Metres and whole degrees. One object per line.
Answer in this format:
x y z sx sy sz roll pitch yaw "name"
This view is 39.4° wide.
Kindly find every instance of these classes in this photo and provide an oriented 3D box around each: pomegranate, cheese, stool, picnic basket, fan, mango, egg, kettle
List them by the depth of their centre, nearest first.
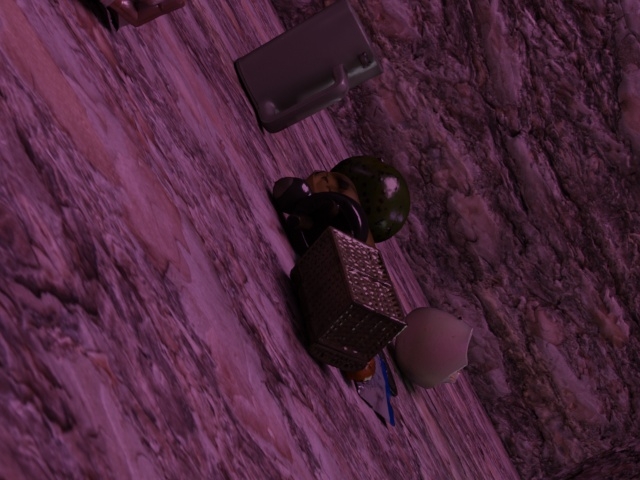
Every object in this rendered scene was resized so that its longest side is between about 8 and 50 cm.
0.037 0.108 1.576 0.134 0.154 0.196 25 32 -33 "picnic basket"
0.069 0.222 1.723 0.077 0.063 0.127 46 17 -36 "mango"
-0.010 -0.030 1.798 0.228 0.153 0.139 22 7 11 "stool"
0.043 -0.038 2.031 0.259 0.128 0.316 63 11 -47 "cheese"
0.127 0.270 2.075 0.223 0.012 0.294 64 9 -3 "fan"
-0.018 -0.406 2.169 0.265 0.318 0.205 68 10 18 "kettle"
0.276 0.304 2.355 0.206 0.162 0.271 34 -33 12 "egg"
0.117 -0.092 2.368 0.254 0.254 0.270 30 73 -74 "pomegranate"

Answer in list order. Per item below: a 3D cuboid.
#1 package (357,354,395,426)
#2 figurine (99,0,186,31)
0.106 0.278 1.839 0.173 0.027 0.171 51 22 -44 "package"
-0.288 -0.404 1.229 0.237 0.141 0.162 50 12 -55 "figurine"
